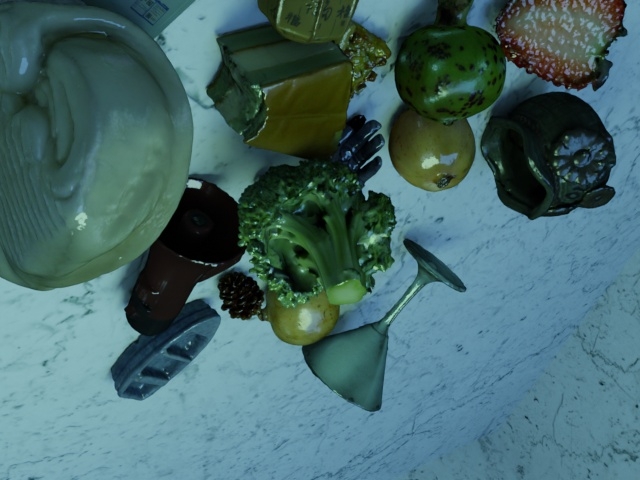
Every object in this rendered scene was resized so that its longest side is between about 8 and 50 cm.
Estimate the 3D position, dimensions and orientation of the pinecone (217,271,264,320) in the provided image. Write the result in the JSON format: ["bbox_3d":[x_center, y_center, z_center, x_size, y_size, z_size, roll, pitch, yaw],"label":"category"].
[{"bbox_3d":[-0.181,0.117,1.655,0.102,0.102,0.109,-37,120,-1],"label":"pinecone"}]

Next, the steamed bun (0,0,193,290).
[{"bbox_3d":[-0.303,-0.122,0.955,0.255,0.343,0.367,-16,-177,-41],"label":"steamed bun"}]

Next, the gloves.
[{"bbox_3d":[0.037,-0.115,1.484,0.142,0.119,0.286,29,82,-43],"label":"gloves"}]

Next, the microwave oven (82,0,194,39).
[{"bbox_3d":[-0.256,-0.366,0.934,0.162,0.122,0.208,-41,148,6],"label":"microwave oven"}]

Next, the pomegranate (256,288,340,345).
[{"bbox_3d":[-0.052,0.152,1.739,0.196,0.196,0.196,-25,146,-19],"label":"pomegranate"}]

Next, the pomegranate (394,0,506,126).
[{"bbox_3d":[0.236,-0.338,1.392,0.211,0.211,0.263,-15,113,-31],"label":"pomegranate"}]

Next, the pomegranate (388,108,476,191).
[{"bbox_3d":[0.236,-0.194,1.572,0.191,0.191,0.191,-25,146,-19],"label":"pomegranate"}]

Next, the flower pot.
[{"bbox_3d":[0.530,-0.189,1.751,0.213,0.302,0.302,-25,146,-9],"label":"flower pot"}]

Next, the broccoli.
[{"bbox_3d":[-0.005,-0.003,1.314,0.287,0.260,0.235,-7,165,-13],"label":"broccoli"}]

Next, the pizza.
[{"bbox_3d":[0.070,-0.330,1.366,0.134,0.046,0.175,-30,147,-12],"label":"pizza"}]

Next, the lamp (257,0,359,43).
[{"bbox_3d":[-0.008,-0.395,1.111,0.161,0.161,0.185,-17,145,-29],"label":"lamp"}]

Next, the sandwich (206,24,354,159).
[{"bbox_3d":[-0.075,-0.225,1.262,0.198,0.155,0.227,-21,145,-21],"label":"sandwich"}]

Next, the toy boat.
[{"bbox_3d":[-0.334,0.240,1.667,0.283,0.078,0.127,-43,147,8],"label":"toy boat"}]

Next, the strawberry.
[{"bbox_3d":[0.475,-0.450,1.563,0.306,0.138,0.234,15,104,-22],"label":"strawberry"}]

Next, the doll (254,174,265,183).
[{"bbox_3d":[-0.046,-0.010,1.560,0.242,0.160,0.311,-43,138,13],"label":"doll"}]

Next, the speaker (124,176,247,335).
[{"bbox_3d":[-0.260,0.023,1.454,0.329,0.198,0.259,-53,-173,49],"label":"speaker"}]

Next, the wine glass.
[{"bbox_3d":[0.174,0.211,1.982,0.406,0.267,0.267,-51,146,11],"label":"wine glass"}]
